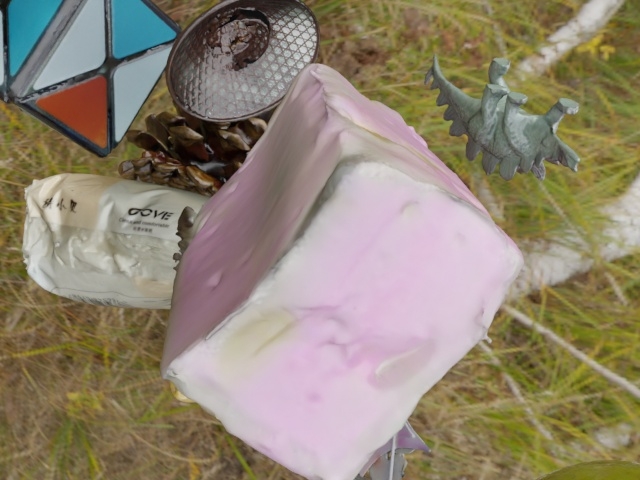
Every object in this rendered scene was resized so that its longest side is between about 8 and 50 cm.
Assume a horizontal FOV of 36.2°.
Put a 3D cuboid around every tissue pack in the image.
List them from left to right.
[{"bbox_3d":[-0.219,0.017,1.494,0.390,0.375,0.195,17,81,-70],"label":"tissue pack"}]

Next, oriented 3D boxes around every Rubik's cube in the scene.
[{"bbox_3d":[-0.405,-0.308,1.493,0.246,0.248,0.250,-60,152,-2],"label":"Rubik's cube"}]

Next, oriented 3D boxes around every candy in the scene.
[{"bbox_3d":[0.000,0.000,0.544,0.115,0.265,0.155,38,101,-14],"label":"candy"}]

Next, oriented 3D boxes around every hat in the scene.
[{"bbox_3d":[-0.102,-0.235,1.151,0.193,0.082,0.193,-21,148,-14],"label":"hat"}]

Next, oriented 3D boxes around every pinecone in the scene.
[{"bbox_3d":[-0.185,-0.174,1.903,0.384,0.384,0.385,-3,95,-30],"label":"pinecone"}]

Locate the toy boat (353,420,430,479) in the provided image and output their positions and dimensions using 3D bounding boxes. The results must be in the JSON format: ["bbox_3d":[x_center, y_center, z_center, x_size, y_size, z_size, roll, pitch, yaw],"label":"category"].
[{"bbox_3d":[0.067,0.308,1.530,0.072,0.219,0.318,-1,74,-60],"label":"toy boat"}]

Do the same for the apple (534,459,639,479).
[{"bbox_3d":[0.175,0.218,0.568,0.196,0.196,0.157,31,55,-29],"label":"apple"}]

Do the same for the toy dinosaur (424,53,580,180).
[{"bbox_3d":[0.130,-0.095,0.746,0.039,0.209,0.082,-14,127,-21],"label":"toy dinosaur"}]

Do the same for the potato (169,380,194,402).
[{"bbox_3d":[-0.149,0.172,1.233,0.083,0.068,0.062,-11,143,-50],"label":"potato"}]
